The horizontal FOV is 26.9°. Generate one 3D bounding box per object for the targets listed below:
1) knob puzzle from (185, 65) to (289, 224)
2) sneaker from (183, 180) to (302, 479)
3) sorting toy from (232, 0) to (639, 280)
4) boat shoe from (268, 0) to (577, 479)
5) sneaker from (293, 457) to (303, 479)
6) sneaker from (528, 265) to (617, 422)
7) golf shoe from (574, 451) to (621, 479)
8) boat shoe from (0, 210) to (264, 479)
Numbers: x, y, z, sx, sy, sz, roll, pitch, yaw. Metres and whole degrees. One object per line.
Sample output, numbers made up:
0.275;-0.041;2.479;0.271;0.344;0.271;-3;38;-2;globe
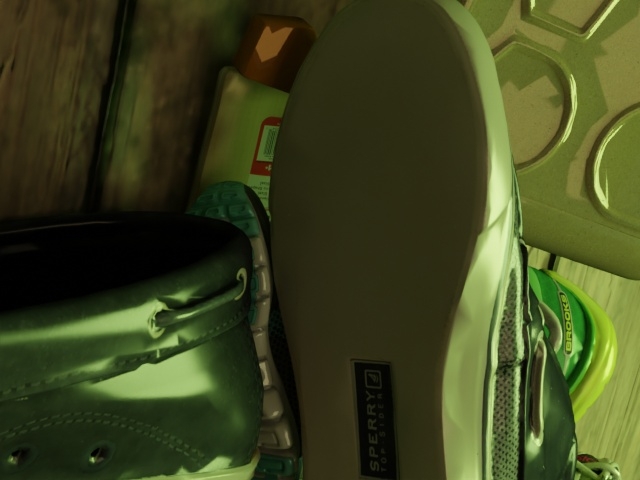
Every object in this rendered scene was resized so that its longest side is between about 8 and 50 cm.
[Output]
0.000;0.000;0.760;0.213;0.030;0.213;-12;120;-23;knob puzzle
-0.033;0.046;0.718;0.076;0.065;0.167;-32;118;-57;sneaker
0.116;-0.113;0.723;0.307;0.041;0.229;18;108;-28;sorting toy
0.066;0.037;0.708;0.158;0.127;0.341;-18;114;-56;boat shoe
-0.041;0.205;0.779;0.081;0.080;0.211;1;99;-49;sneaker
0.058;0.132;0.853;0.123;0.109;0.295;43;82;-14;sneaker
0.156;0.198;0.931;0.273;0.105;0.120;38;71;-73;golf shoe
-0.204;0.036;0.495;0.500;0.186;0.156;6;99;-50;boat shoe
